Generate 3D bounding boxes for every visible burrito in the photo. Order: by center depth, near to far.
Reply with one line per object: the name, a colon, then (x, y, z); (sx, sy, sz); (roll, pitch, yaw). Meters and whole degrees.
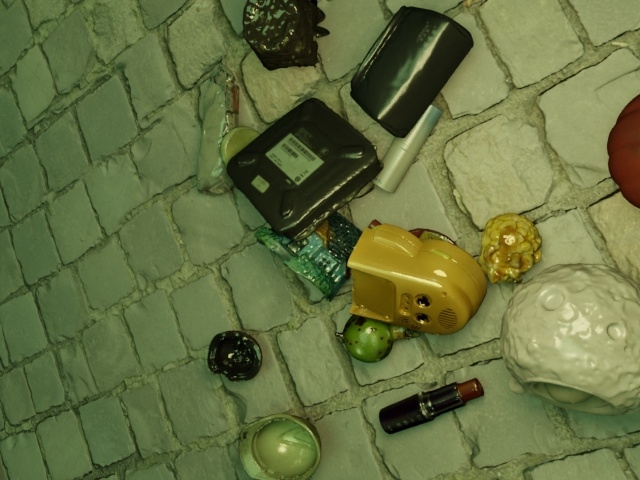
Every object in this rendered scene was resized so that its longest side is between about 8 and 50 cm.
burrito: (-0.314, -0.358, 1.728); (0.139, 0.101, 0.445); (11, 97, 41)

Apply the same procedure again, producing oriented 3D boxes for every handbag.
handbag: (0.192, -0.450, 1.387); (0.301, 0.178, 0.275); (-55, 43, 19)

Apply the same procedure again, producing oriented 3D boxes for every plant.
plant: (-0.093, -0.566, 1.520); (0.199, 0.276, 0.188); (-3, 94, 18)

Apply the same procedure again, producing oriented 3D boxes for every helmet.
helmet: (-0.098, 0.601, 1.632); (0.258, 0.137, 0.203); (-8, 88, 20)
helmet: (-0.259, 0.354, 1.727); (0.177, 0.107, 0.153); (19, 98, 6)

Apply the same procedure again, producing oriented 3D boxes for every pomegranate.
pomegranate: (0.158, 0.240, 1.490); (0.220, 0.156, 0.156); (-35, 76, 6)

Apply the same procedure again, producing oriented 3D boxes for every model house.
model house: (0.000, 0.000, 1.534); (0.261, 0.226, 0.241); (40, 84, 18)

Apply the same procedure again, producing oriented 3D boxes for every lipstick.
lipstick: (0.292, 0.436, 1.462); (0.300, 0.081, 0.081); (-31, 78, 25)

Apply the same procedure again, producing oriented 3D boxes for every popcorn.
popcorn: (0.450, 0.023, 1.325); (0.180, 0.180, 0.170); (-52, 37, 19)

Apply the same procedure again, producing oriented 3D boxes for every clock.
clock: (0.239, 0.109, 1.361); (0.317, 0.200, 0.244); (20, 142, 22)

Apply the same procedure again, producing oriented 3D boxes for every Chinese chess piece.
Chinese chess piece: (-0.234, -0.274, 1.672); (0.058, 0.144, 0.144); (26, 106, 61)

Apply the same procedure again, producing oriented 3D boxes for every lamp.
lamp: (0.739, -0.179, 1.110); (0.303, 0.257, 0.302); (1, 80, -7)

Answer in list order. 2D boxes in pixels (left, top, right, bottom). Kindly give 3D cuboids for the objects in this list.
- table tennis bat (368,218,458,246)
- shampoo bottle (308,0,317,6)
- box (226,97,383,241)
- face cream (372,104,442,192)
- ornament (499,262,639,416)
table tennis bat: (0.257, 0.048, 1.494); (0.310, 0.038, 0.200); (38, 108, 17)
shampoo bottle: (-0.099, -0.704, 1.636); (0.183, 0.050, 0.087); (1, 96, 27)
box: (-0.051, -0.205, 1.502); (0.350, 0.091, 0.359); (-40, 55, -5)
face cream: (0.228, -0.251, 1.471); (0.077, 0.077, 0.250); (36, 107, 21)
ornament: (0.561, 0.201, 1.184); (0.337, 0.337, 0.336); (1, 92, 27)
